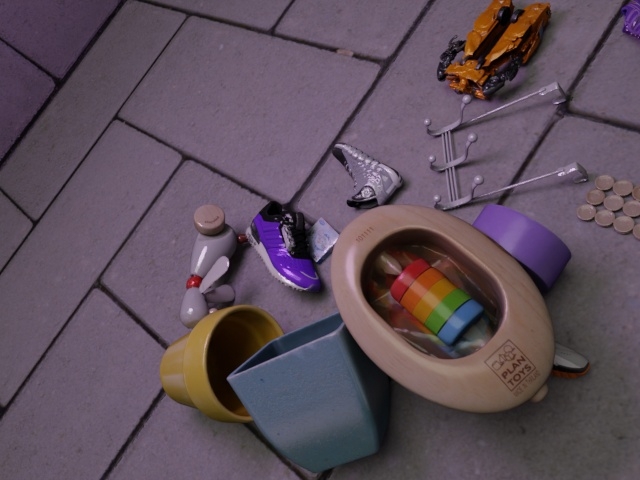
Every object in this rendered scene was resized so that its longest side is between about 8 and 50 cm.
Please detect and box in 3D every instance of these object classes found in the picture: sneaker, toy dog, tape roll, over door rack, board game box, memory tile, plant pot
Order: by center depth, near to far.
[{"bbox_3d":[0.392,0.161,1.052,0.262,0.099,0.121,26,77,35],"label":"sneaker"},{"bbox_3d":[0.380,0.016,1.069,0.189,0.189,0.080,33,86,37],"label":"tape roll"},{"bbox_3d":[0.604,-0.068,1.093,0.148,0.012,0.113,28,82,37],"label":"memory tile"},{"bbox_3d":[0.012,0.304,1.101,0.248,0.247,0.252,-26,90,17],"label":"plant pot"},{"bbox_3d":[0.708,-0.466,1.209,0.071,0.068,0.169,-24,47,36],"label":"sneaker"},{"bbox_3d":[0.395,-0.219,1.228,0.324,0.108,0.239,-12,62,24],"label":"over door rack"},{"bbox_3d":[-0.236,0.293,1.270,0.239,0.254,0.253,-19,57,40],"label":"plant pot"},{"bbox_3d":[-0.079,0.002,1.370,0.293,0.102,0.146,47,112,37],"label":"sneaker"},{"bbox_3d":[0.086,-0.155,1.389,0.229,0.086,0.132,34,88,36],"label":"sneaker"},{"bbox_3d":[0.000,0.000,1.400,0.090,0.020,0.090,-46,53,4],"label":"board game box"},{"bbox_3d":[-0.261,0.073,1.432,0.161,0.220,0.333,4,73,-3],"label":"toy dog"}]

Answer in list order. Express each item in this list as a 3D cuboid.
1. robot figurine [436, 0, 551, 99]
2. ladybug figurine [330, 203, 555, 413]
[{"bbox_3d":[0.424,-0.467,1.348,0.211,0.085,0.291,34,86,37],"label":"robot figurine"},{"bbox_3d":[0.211,0.124,0.990,0.305,0.162,0.449,-40,62,-7],"label":"ladybug figurine"}]
